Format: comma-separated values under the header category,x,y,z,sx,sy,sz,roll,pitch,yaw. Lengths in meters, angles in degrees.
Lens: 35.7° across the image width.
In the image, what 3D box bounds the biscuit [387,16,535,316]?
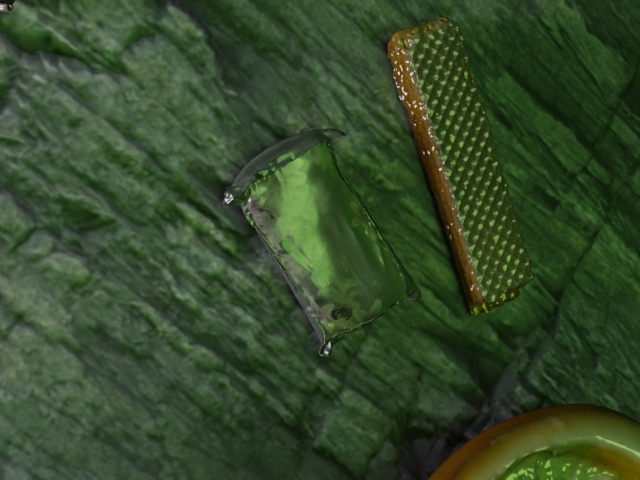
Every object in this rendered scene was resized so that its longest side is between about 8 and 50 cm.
category,x,y,z,sx,sy,sz,roll,pitch,yaw
biscuit,0.179,-0.091,1.263,0.094,0.054,0.378,-21,97,-24

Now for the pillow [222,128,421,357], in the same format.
category,x,y,z,sx,sy,sz,roll,pitch,yaw
pillow,0.000,0.000,1.177,0.169,0.059,0.255,-35,105,-21

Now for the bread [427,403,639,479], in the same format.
category,x,y,z,sx,sy,sz,roll,pitch,yaw
bread,0.259,0.398,1.173,0.329,0.245,0.424,39,66,21

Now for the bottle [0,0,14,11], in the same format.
category,x,y,z,sx,sy,sz,roll,pitch,yaw
bottle,-0.335,-0.304,1.013,0.099,0.099,0.152,1,95,-25
